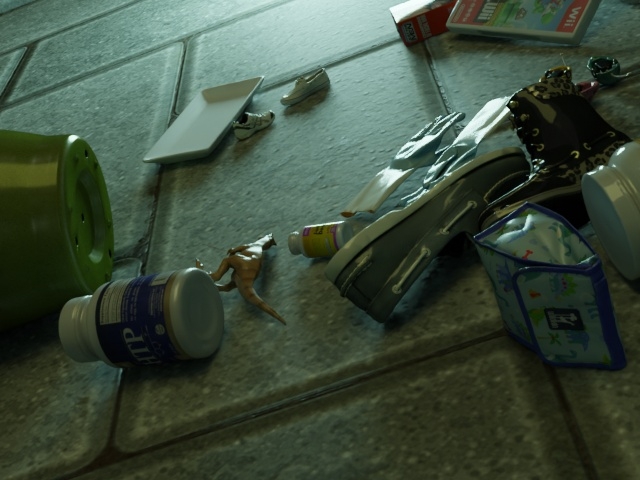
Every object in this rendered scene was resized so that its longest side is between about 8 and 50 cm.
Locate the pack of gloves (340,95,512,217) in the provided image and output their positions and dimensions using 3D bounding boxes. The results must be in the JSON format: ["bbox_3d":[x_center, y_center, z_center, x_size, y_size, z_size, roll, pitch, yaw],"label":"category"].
[{"bbox_3d":[0.161,-0.101,1.515,0.232,0.046,0.195,-47,23,-24],"label":"pack of gloves"}]

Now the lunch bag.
[{"bbox_3d":[0.235,0.051,1.105,0.096,0.129,0.151,-34,31,-17],"label":"lunch bag"}]

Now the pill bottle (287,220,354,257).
[{"bbox_3d":[0.000,0.000,1.464,0.083,0.043,0.043,-7,32,28],"label":"pill bottle"}]

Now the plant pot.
[{"bbox_3d":[-0.492,-0.014,1.581,0.352,0.367,0.366,-8,30,5],"label":"plant pot"}]

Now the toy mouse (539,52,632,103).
[{"bbox_3d":[0.378,-0.221,1.581,0.143,0.031,0.161,2,37,39],"label":"toy mouse"}]

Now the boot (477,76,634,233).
[{"bbox_3d":[0.258,-0.093,1.324,0.236,0.085,0.179,-23,52,-14],"label":"boot"}]

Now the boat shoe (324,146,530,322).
[{"bbox_3d":[0.151,-0.007,1.344,0.319,0.116,0.099,-31,71,-28],"label":"boat shoe"}]

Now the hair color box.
[{"bbox_3d":[0.217,-0.417,2.024,0.167,0.053,0.093,-22,29,5],"label":"hair color box"}]

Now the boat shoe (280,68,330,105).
[{"bbox_3d":[-0.030,-0.274,1.978,0.100,0.035,0.035,-28,28,-10],"label":"boat shoe"}]

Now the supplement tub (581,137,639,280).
[{"bbox_3d":[0.388,-0.053,1.156,0.199,0.144,0.144,-24,28,0],"label":"supplement tub"}]

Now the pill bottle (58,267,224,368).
[{"bbox_3d":[-0.225,0.101,1.385,0.186,0.112,0.112,-10,30,25],"label":"pill bottle"}]

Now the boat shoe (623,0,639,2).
[{"bbox_3d":[0.559,-0.459,1.724,0.127,0.158,0.340,-35,30,-22],"label":"boat shoe"}]

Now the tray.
[{"bbox_3d":[-0.203,-0.211,2.004,0.145,0.030,0.270,-7,31,26],"label":"tray"}]

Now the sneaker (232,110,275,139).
[{"bbox_3d":[-0.115,-0.207,1.923,0.083,0.037,0.032,-36,28,-25],"label":"sneaker"}]

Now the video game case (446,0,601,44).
[{"bbox_3d":[0.356,-0.427,1.855,0.285,0.025,0.204,19,78,49],"label":"video game case"}]

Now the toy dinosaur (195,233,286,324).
[{"bbox_3d":[-0.100,0.041,1.448,0.112,0.064,0.211,-16,29,11],"label":"toy dinosaur"}]
